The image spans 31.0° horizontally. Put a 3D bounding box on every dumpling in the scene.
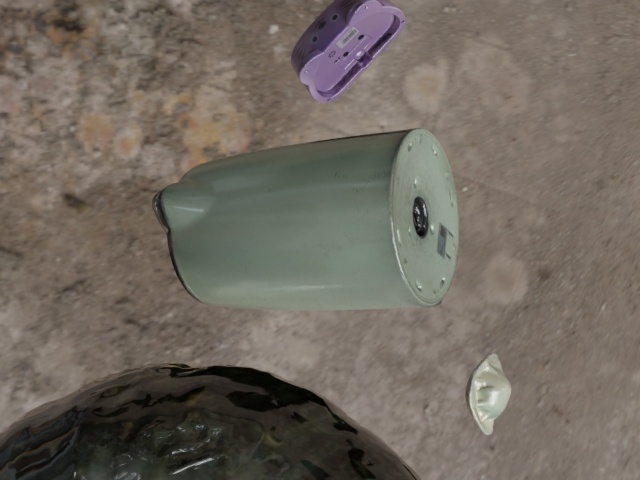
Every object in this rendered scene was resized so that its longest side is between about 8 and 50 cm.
[{"bbox_3d":[0.165,0.154,1.167,0.043,0.059,0.077,29,103,30],"label":"dumpling"}]

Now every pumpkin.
[{"bbox_3d":[-0.098,0.311,0.824,0.454,0.344,0.454,-4,75,13],"label":"pumpkin"}]

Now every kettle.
[{"bbox_3d":[0.000,0.000,1.123,0.255,0.240,0.165,-6,64,26],"label":"kettle"}]

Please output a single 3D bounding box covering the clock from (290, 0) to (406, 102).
[{"bbox_3d":[0.025,-0.248,1.423,0.152,0.110,0.050,-46,63,12],"label":"clock"}]
